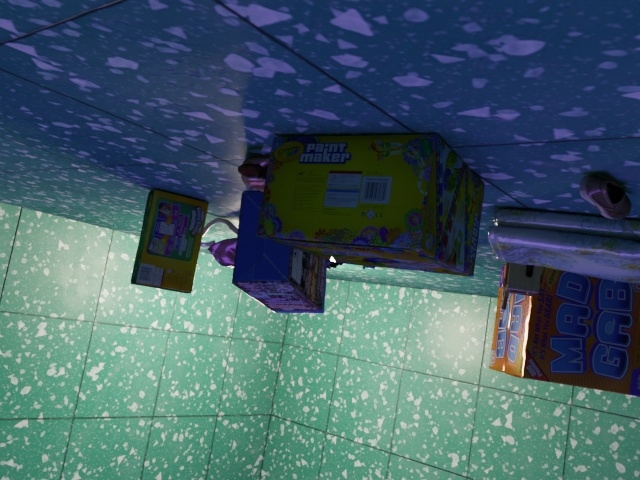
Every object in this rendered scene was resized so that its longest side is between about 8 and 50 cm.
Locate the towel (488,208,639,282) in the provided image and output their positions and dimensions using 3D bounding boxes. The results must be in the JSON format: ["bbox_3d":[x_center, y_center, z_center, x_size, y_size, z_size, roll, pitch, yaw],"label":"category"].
[{"bbox_3d":[0.559,0.017,1.341,0.374,0.090,0.320,7,173,20],"label":"towel"}]

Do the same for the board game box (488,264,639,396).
[{"bbox_3d":[0.769,0.266,1.924,0.356,0.356,0.356,9,173,1],"label":"board game box"}]

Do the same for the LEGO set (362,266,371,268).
[{"bbox_3d":[0.146,0.050,2.150,0.093,0.087,0.227,8,171,8],"label":"LEGO set"}]

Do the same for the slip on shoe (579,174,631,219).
[{"bbox_3d":[0.462,-0.068,0.973,0.135,0.051,0.041,24,168,-35],"label":"slip on shoe"}]

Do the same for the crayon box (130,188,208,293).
[{"bbox_3d":[-0.439,0.004,1.800,0.165,0.279,0.081,14,170,-28],"label":"crayon box"}]

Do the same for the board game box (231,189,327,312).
[{"bbox_3d":[-0.087,0.035,1.522,0.141,0.232,0.291,-2,159,16],"label":"board game box"}]

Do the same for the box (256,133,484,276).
[{"bbox_3d":[0.096,-0.053,1.057,0.290,0.177,0.279,5,171,30],"label":"box"}]

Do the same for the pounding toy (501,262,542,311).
[{"bbox_3d":[0.561,0.113,1.711,0.094,0.181,0.206,8,173,13],"label":"pounding toy"}]

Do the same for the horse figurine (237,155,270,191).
[{"bbox_3d":[-0.083,-0.121,1.220,0.174,0.066,0.263,-1,171,27],"label":"horse figurine"}]

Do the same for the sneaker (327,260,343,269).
[{"bbox_3d":[0.061,0.026,1.713,0.340,0.140,0.125,11,164,26],"label":"sneaker"}]

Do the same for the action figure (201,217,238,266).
[{"bbox_3d":[-0.192,0.007,2.078,0.370,0.248,0.276,2,143,51],"label":"action figure"}]
